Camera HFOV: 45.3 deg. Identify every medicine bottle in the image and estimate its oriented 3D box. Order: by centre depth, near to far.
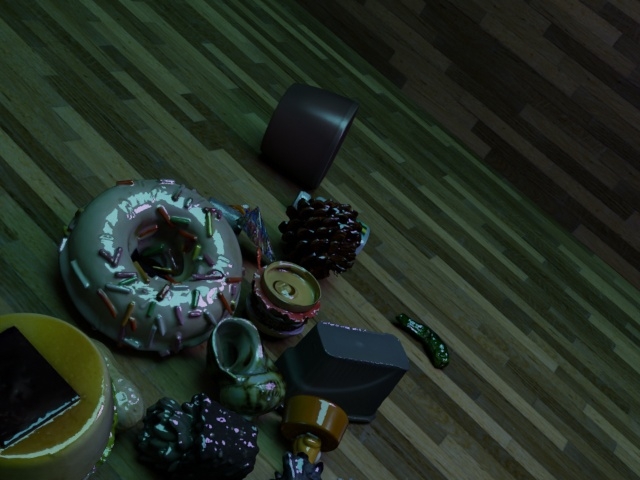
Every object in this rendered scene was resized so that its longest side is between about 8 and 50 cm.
[{"bbox_3d":[0.026,-0.055,2.166,0.228,0.083,0.121,32,28,-7],"label":"medicine bottle"}]

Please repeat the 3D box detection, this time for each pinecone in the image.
[{"bbox_3d":[0.000,0.000,1.941,0.221,0.221,0.221,26,31,-16],"label":"pinecone"}]

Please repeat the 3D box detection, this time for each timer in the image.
[{"bbox_3d":[-0.027,0.391,1.453,0.132,0.132,0.152,29,50,-11],"label":"timer"}]

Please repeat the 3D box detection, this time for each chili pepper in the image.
[{"bbox_3d":[0.274,0.254,2.006,0.182,0.050,0.073,43,37,18],"label":"chili pepper"}]

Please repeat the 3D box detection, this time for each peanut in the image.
[{"bbox_3d":[-0.376,0.241,1.310,0.090,0.099,0.214,-38,63,-13],"label":"peanut"}]

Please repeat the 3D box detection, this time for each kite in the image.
[{"bbox_3d":[-0.145,-0.003,1.847,0.232,0.009,0.189,49,31,-50],"label":"kite"}]

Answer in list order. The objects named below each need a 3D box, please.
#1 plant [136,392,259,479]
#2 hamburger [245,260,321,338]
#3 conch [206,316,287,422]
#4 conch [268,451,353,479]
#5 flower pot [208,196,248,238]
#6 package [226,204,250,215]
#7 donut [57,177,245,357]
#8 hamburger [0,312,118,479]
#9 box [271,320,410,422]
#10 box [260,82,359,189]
[{"bbox_3d":[-0.209,0.342,1.302,0.194,0.129,0.132,22,32,-28],"label":"plant"},{"bbox_3d":[-0.088,0.139,1.712,0.175,0.137,0.175,21,35,-16],"label":"hamburger"},{"bbox_3d":[-0.153,0.261,1.477,0.187,0.124,0.182,28,34,-32],"label":"conch"},{"bbox_3d":[0.009,0.455,1.246,0.240,0.186,0.313,16,-2,-31],"label":"conch"},{"bbox_3d":[-0.257,0.003,1.773,0.108,0.103,0.229,31,31,-6],"label":"flower pot"},{"bbox_3d":[-0.218,-0.069,1.988,0.110,0.033,0.077,-7,59,-44],"label":"package"},{"bbox_3d":[-0.323,0.038,1.522,0.382,0.142,0.383,16,52,-21],"label":"donut"},{"bbox_3d":[-0.441,0.254,1.132,0.300,0.176,0.300,14,44,-13],"label":"hamburger"},{"bbox_3d":[0.038,0.271,1.610,0.274,0.178,0.138,14,35,-34],"label":"box"},{"bbox_3d":[-0.038,-0.326,2.318,0.216,0.301,0.301,26,30,-1],"label":"box"}]
